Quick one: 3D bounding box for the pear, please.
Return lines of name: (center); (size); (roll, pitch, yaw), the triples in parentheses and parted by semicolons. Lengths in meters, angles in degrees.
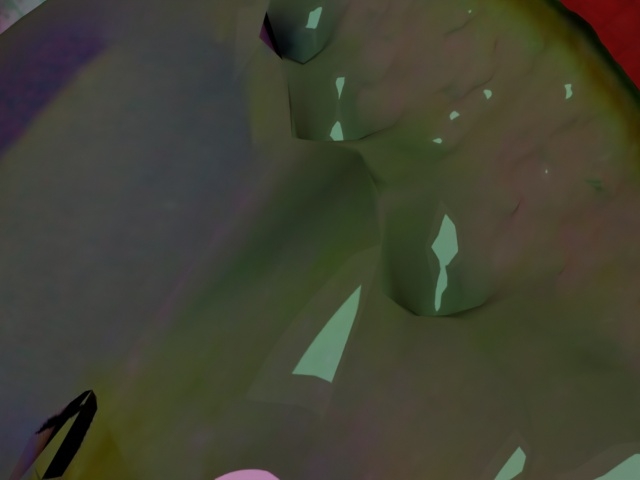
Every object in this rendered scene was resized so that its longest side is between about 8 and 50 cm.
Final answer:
pear: (-0.021, 0.117, 0.486); (0.398, 0.165, 0.399); (-25, 47, 30)
